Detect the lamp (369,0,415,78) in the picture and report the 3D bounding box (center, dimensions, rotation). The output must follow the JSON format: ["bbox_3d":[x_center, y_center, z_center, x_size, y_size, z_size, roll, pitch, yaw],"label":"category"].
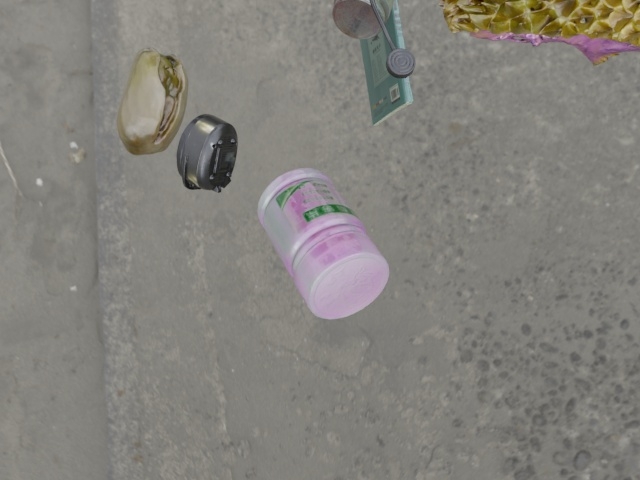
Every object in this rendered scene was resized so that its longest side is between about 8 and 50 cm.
[{"bbox_3d":[0.127,-0.549,1.515,0.130,0.108,0.371,-11,83,-12],"label":"lamp"}]

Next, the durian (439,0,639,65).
[{"bbox_3d":[0.248,-0.264,0.677,0.260,0.153,0.187,-16,103,-29],"label":"durian"}]

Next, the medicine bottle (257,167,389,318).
[{"bbox_3d":[0.000,0.000,1.602,0.212,0.212,0.325,-20,47,-13],"label":"medicine bottle"}]

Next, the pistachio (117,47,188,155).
[{"bbox_3d":[-0.456,-0.367,1.826,0.197,0.166,0.288,18,95,37],"label":"pistachio"}]

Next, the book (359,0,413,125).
[{"bbox_3d":[0.190,-0.569,2.084,0.031,0.264,0.379,-7,87,-20],"label":"book"}]

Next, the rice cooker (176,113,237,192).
[{"bbox_3d":[-0.238,-0.183,1.442,0.106,0.165,0.112,22,23,29],"label":"rice cooker"}]

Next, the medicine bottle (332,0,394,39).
[{"bbox_3d":[0.139,-0.702,1.828,0.151,0.151,0.322,15,61,6],"label":"medicine bottle"}]
